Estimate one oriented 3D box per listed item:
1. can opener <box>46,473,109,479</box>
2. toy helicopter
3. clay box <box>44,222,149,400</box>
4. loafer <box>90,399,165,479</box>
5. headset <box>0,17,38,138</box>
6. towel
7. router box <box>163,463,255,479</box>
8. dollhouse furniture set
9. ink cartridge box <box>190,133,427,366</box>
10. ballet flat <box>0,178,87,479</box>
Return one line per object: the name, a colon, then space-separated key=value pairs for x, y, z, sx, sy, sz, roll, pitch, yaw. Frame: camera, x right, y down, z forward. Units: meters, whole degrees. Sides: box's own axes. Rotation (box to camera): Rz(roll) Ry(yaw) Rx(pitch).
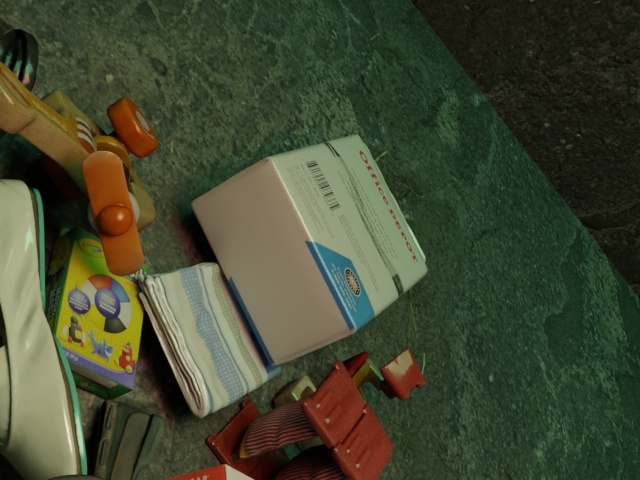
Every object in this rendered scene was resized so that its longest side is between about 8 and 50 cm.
can opener: x=-0.326 y=0.258 z=0.945 sx=0.283 sy=0.076 sz=0.095 roll=19 pitch=78 yaw=-21
toy helicopter: x=-0.300 y=-0.099 z=1.152 sx=0.235 sy=0.140 sz=0.355 roll=62 pitch=7 yaw=25
clay box: x=-0.293 y=0.081 z=1.243 sx=0.127 sy=0.053 sz=0.222 roll=34 pitch=42 yaw=-38
loafer: x=-0.262 y=0.293 z=1.113 sx=0.084 sy=0.096 sz=0.267 roll=32 pitch=32 yaw=-9
headset: x=-0.438 y=-0.265 z=1.173 sx=0.243 sy=0.185 sz=0.394 roll=45 pitch=47 yaw=-26
towel: x=-0.148 y=0.128 z=1.380 sx=0.209 sy=0.034 sz=0.285 roll=66 pitch=20 yaw=4
router box: x=-0.049 y=0.432 z=1.012 sx=0.335 sy=0.082 sz=0.301 roll=47 pitch=30 yaw=-53
dollhouse furniture set: x=0.023 y=0.238 z=1.434 sx=0.152 sy=0.201 sz=0.374 roll=58 pitch=33 yaw=-7
ink cartridge box: x=0.000 y=0.000 z=1.574 sx=0.286 sy=0.166 sz=0.395 roll=63 pitch=25 yaw=0
ballet flat: x=-0.363 y=0.109 z=1.077 sx=0.139 sy=0.139 sz=0.400 roll=15 pitch=51 yaw=-50
